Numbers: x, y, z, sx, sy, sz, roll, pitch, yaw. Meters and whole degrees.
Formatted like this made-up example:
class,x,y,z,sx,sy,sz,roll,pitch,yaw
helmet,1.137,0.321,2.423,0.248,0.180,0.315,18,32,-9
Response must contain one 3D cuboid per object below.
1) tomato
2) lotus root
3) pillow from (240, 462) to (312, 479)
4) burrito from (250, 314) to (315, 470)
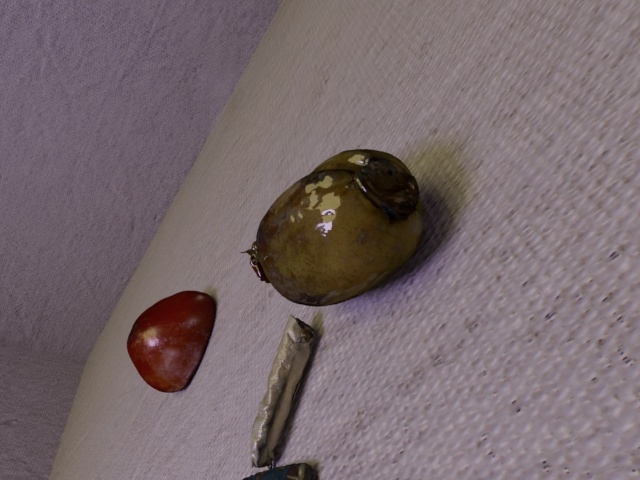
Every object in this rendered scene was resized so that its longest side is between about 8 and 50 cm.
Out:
class,x,y,z,sx,sy,sz,roll,pitch,yaw
tomato,-0.341,0.211,0.953,0.200,0.139,0.233,24,89,57
lotus root,0.002,0.002,0.496,0.278,0.154,0.154,-31,43,48
pillow,-0.064,0.373,0.437,0.189,0.034,0.255,-46,35,38
burrito,-0.051,0.187,0.541,0.041,0.045,0.185,13,76,27
